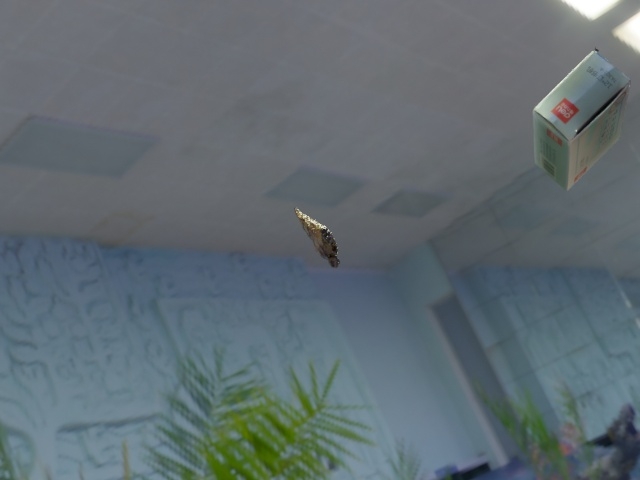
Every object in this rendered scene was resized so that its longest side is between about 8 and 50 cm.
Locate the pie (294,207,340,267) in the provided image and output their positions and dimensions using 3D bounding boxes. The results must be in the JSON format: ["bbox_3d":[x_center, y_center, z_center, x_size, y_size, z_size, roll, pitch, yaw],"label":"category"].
[{"bbox_3d":[0.000,0.000,1.656,0.034,0.092,0.170,-31,17,-7],"label":"pie"}]

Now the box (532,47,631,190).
[{"bbox_3d":[0.404,-0.181,1.614,0.135,0.079,0.269,-45,-18,-1],"label":"box"}]
